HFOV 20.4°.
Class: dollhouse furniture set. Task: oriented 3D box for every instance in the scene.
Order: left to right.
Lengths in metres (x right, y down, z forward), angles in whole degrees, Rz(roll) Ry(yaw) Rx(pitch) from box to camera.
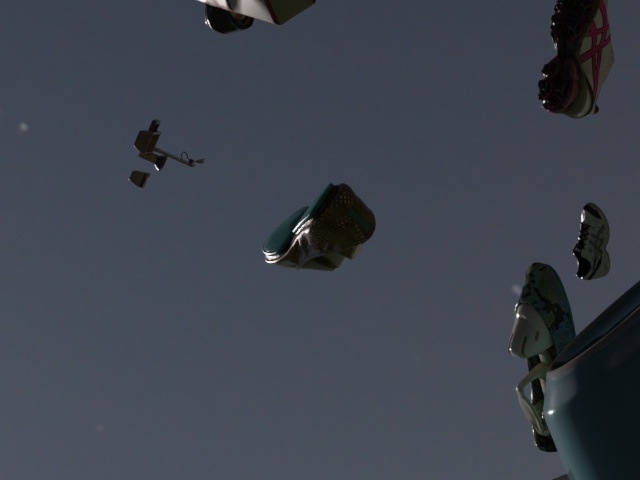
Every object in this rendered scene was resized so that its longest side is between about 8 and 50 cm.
[{"bbox_3d":[-0.199,-0.097,2.272,0.114,0.081,0.091,-48,-17,-84],"label":"dollhouse furniture set"}]

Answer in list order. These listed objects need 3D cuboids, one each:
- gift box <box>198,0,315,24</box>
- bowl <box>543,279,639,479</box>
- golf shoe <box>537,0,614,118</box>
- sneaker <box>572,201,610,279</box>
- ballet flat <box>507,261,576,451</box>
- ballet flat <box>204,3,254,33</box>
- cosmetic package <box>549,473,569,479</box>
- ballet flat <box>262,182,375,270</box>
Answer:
[{"bbox_3d":[-0.079,-0.380,1.703,0.258,0.255,0.276,-38,-63,-20],"label":"gift box"},{"bbox_3d":[0.308,0.115,1.489,0.311,0.163,0.311,-40,-3,-2],"label":"bowl"},{"bbox_3d":[0.326,-0.243,2.192,0.086,0.067,0.186,7,-79,-38],"label":"golf shoe"},{"bbox_3d":[0.281,0.003,1.857,0.037,0.032,0.083,-17,-73,-26],"label":"sneaker"},{"bbox_3d":[0.213,0.117,1.696,0.070,0.070,0.188,-24,-76,-41],"label":"ballet flat"},{"bbox_3d":[-0.119,-0.347,2.222,0.074,0.074,0.203,-34,-47,-29],"label":"ballet flat"},{"bbox_3d":[0.276,0.467,1.850,0.394,0.329,0.327,-21,-71,-1],"label":"cosmetic package"},{"bbox_3d":[0.000,0.000,1.667,0.073,0.067,0.206,-55,7,-15],"label":"ballet flat"}]
